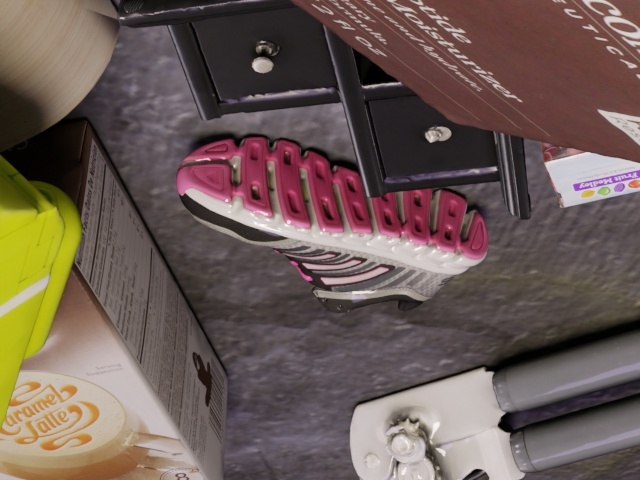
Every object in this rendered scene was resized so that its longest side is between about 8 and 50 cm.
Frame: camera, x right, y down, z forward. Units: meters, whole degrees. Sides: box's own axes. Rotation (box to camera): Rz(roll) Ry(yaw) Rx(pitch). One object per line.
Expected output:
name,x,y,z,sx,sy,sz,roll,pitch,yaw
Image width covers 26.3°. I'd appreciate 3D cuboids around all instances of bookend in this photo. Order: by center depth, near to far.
bookend,0.010,-0.078,0.615,0.157,0.072,0.156,-5,141,9

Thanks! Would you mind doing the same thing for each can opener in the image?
can opener,0.143,0.105,0.855,0.280,0.074,0.093,-21,170,28

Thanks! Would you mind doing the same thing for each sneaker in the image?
sneaker,0.000,0.000,0.719,0.170,0.063,0.075,13,134,-21

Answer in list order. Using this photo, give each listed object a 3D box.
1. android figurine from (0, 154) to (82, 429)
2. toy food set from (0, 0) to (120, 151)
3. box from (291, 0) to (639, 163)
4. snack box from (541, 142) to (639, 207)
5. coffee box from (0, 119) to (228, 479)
android figurine,-0.188,0.058,0.529,0.056,0.248,0.273,41,139,14
toy food set,-0.275,-0.103,0.598,0.306,0.092,0.220,-23,135,16
box,0.084,-0.131,0.403,0.168,0.167,0.203,33,174,-32
snack box,0.164,-0.076,0.588,0.141,0.100,0.037,-12,140,16
coffee box,-0.154,0.058,0.769,0.141,0.098,0.246,-9,140,12
